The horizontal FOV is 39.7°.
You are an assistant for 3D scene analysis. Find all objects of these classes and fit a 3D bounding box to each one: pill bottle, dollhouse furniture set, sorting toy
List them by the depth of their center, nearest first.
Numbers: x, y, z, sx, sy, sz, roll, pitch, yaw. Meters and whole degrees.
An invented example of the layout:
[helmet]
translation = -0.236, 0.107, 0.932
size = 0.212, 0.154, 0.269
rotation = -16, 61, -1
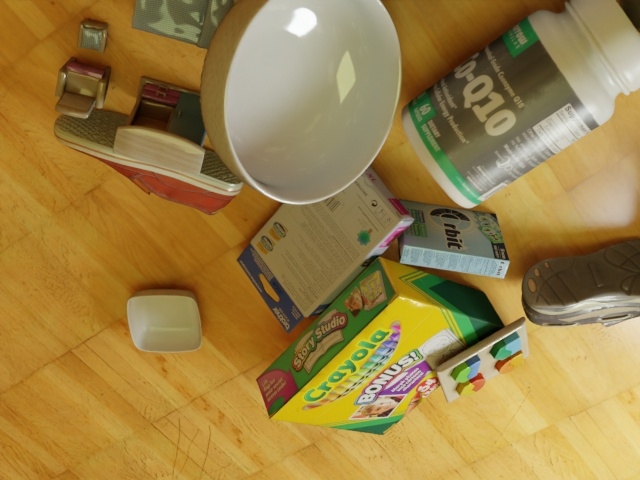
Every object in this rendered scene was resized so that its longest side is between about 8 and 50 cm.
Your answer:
[dollhouse furniture set]
translation = -0.253, -0.302, 1.354
size = 0.286, 0.198, 0.303
rotation = 14, 122, -8
[pill bottle]
translation = 0.324, -0.227, 1.388
size = 0.361, 0.204, 0.204
rotation = -35, 116, 20
[sorting toy]
translation = 0.318, 0.238, 1.699
size = 0.193, 0.038, 0.208
rotation = -30, 151, -2

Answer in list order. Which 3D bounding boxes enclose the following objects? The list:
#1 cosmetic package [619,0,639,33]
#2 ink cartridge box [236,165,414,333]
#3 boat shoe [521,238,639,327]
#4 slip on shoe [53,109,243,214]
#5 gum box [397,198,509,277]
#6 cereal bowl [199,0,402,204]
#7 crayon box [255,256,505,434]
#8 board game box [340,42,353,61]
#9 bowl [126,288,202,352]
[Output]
[cosmetic package]
translation = 0.541, -0.335, 1.250
size = 0.160, 0.309, 0.113
rotation = -6, 122, 4
[ink cartridge box]
translation = 0.000, 0.000, 1.567
size = 0.311, 0.065, 0.186
rotation = -46, 69, 24
[boat shoe]
translation = 0.542, 0.087, 1.651
size = 0.355, 0.132, 0.130
rotation = -4, 148, -1
[slip on shoe]
translation = -0.298, -0.129, 1.520
size = 0.331, 0.123, 0.101
rotation = 20, 125, -17
[gum box]
translation = 0.228, -0.006, 1.560
size = 0.184, 0.157, 0.041
rotation = 9, 122, -4
[cereal bowl]
translation = -0.043, -0.232, 1.321
size = 0.339, 0.141, 0.339
rotation = -19, 121, -36
[crayon box]
translation = 0.112, 0.213, 1.661
size = 0.313, 0.106, 0.363
rotation = 17, 125, -42
[board game box]
translation = 0.003, -0.303, 1.438
size = 0.141, 0.048, 0.170
rotation = -11, 122, 10
[bowl]
translation = -0.301, 0.150, 1.732
size = 0.142, 0.053, 0.142
rotation = -1, 123, 1
